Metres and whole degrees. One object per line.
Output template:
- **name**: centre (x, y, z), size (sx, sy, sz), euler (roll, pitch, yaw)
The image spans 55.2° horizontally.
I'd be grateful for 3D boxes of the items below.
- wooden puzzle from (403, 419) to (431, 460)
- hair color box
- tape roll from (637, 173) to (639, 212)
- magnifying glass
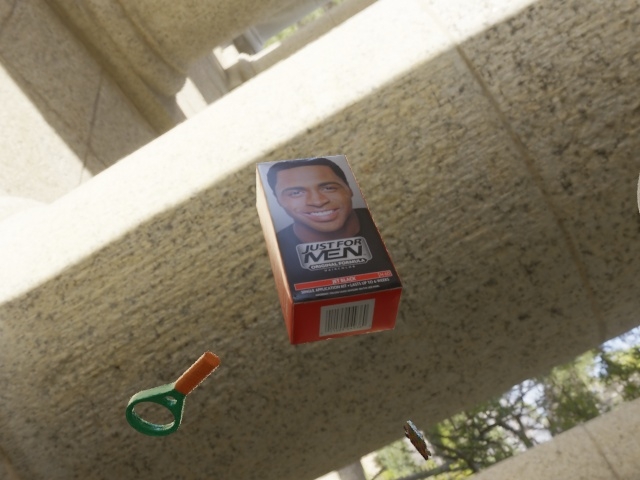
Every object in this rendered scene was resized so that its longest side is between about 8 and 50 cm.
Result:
- **wooden puzzle**: centre (0.161, 0.330, 1.014), size (0.083, 0.006, 0.049), euler (43, -31, 55)
- **hair color box**: centre (0.000, 0.000, 0.425), size (0.141, 0.071, 0.043), euler (-110, -163, -45)
- **tape roll**: centre (0.434, -0.059, 0.595), size (0.072, 0.219, 0.219), euler (23, 30, -31)
- **magnifying glass**: centre (-0.237, 0.250, 0.994), size (0.092, 0.231, 0.026), euler (36, 32, -17)
